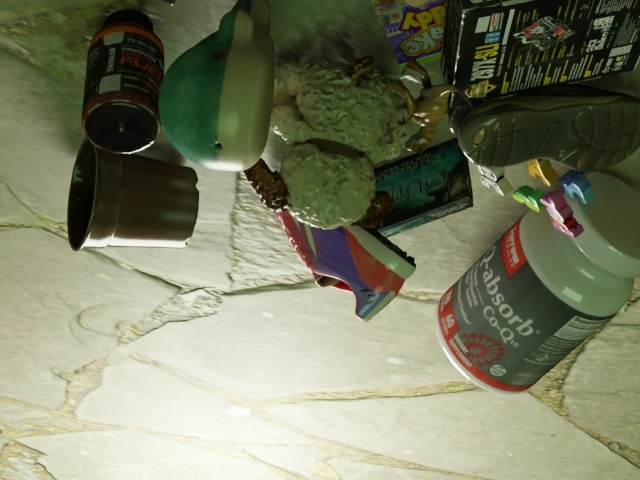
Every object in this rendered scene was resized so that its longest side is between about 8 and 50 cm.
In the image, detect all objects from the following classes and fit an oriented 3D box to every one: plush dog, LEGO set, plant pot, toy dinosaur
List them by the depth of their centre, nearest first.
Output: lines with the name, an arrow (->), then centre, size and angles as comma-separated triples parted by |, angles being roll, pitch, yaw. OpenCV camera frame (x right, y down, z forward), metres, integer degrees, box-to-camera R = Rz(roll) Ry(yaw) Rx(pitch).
toy dinosaur -> 0.146, -0.186, 1.903 | 0.112, 0.064, 0.211 | 42, 159, 6
plush dog -> 0.019, -0.125, 1.994 | 0.262, 0.225, 0.210 | 12, 171, -18
LEGO set -> 0.319, -0.102, 2.139 | 0.087, 0.227, 0.093 | -38, 126, -13
plant pot -> -0.275, -0.057, 2.158 | 0.165, 0.167, 0.167 | 8, 138, -22

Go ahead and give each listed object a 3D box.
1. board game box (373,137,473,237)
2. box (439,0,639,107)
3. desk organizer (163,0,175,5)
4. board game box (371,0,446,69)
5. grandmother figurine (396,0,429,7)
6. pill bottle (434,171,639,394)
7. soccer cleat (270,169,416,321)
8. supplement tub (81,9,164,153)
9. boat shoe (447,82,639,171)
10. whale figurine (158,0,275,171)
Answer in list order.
board game box -> 0.136, -0.073, 2.178 | 0.186, 0.126, 0.026 | -21, 136, 19
box -> 0.283, -0.274, 1.797 | 0.257, 0.079, 0.322 | -10, 165, 0
desk organizer -> -0.181, -0.371, 1.876 | 0.047, 0.050, 0.130 | 20, 134, -24
board game box -> 0.229, -0.373, 1.874 | 0.347, 0.078, 0.233 | -16, 137, 14
grandmother figurine -> 0.215, -0.379, 1.700 | 0.342, 0.104, 0.208 | -22, 179, 32
pill bottle -> 0.358, 0.067, 2.287 | 0.210, 0.210, 0.363 | 20, 134, -24
soccer cleat -> 0.000, 0.000, 2.130 | 0.116, 0.318, 0.108 | -55, 141, 1
supplement tub -> -0.260, -0.218, 1.936 | 0.106, 0.198, 0.106 | -2, 140, -2
boat shoe -> 0.327, -0.187, 2.061 | 0.355, 0.130, 0.132 | 0, 135, -35
whale figurine -> -0.130, -0.215, 1.897 | 0.141, 0.272, 0.216 | 6, 138, 3
